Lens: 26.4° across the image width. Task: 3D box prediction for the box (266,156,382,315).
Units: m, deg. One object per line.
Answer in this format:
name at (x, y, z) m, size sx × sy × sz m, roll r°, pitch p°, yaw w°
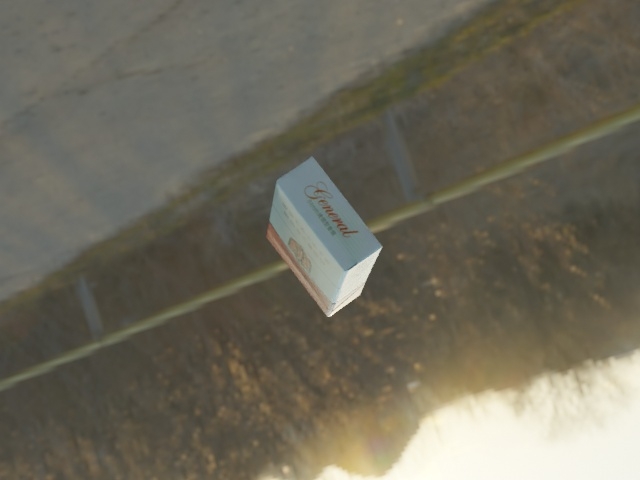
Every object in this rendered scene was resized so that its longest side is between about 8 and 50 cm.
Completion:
box at (0.000, 0.000, 1.202) m, size 0.048 × 0.100 × 0.152 m, roll -33°, pitch 168°, yaw -12°
